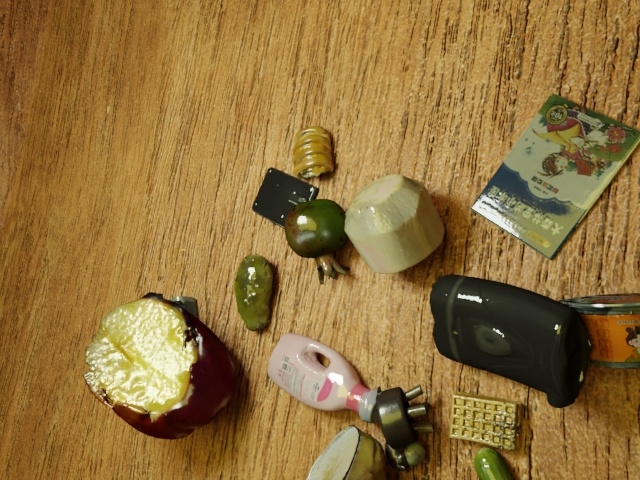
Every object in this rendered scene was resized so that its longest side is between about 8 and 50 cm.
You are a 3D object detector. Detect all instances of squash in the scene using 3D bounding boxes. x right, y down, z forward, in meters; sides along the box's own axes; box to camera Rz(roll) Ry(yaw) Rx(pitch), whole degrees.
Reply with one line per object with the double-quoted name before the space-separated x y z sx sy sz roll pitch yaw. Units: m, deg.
"squash" 0.385 0.532 1.145 0.066 0.066 0.229 -40 60 21

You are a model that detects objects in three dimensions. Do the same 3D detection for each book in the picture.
"book" 0.513 -0.147 1.253 0.228 0.018 0.323 40 102 36

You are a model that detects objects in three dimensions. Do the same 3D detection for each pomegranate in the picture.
"pomegranate" 0.000 0.000 1.498 0.181 0.181 0.224 -22 81 30

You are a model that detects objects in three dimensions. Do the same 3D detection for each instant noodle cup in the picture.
"instant noodle cup" 0.561 0.168 1.054 0.208 0.177 0.126 -8 86 45

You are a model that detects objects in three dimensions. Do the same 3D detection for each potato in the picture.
"potato" 0.075 0.596 1.281 0.300 0.196 0.246 -59 9 -14
"potato" -0.193 0.151 1.641 0.117 0.090 0.226 -3 83 29

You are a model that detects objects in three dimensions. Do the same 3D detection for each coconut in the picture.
"coconut" 0.177 -0.027 1.346 0.241 0.241 0.241 -10 73 34

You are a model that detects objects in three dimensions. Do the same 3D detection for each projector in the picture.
"projector" -0.445 0.230 1.806 0.083 0.083 0.082 -24 66 29

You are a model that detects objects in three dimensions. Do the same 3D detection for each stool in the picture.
"stool" 0.192 0.422 1.274 0.121 0.125 0.217 -15 91 8

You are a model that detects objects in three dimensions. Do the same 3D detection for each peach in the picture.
"peach" -0.452 0.352 1.594 0.339 0.353 0.417 -42 93 -16

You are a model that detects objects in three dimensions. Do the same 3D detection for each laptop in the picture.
"laptop" -0.112 -0.121 1.691 0.207 0.026 0.154 28 95 37

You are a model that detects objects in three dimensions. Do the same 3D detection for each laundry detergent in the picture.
"laundry detergent" 0.015 0.357 1.442 0.335 0.087 0.159 19 88 36

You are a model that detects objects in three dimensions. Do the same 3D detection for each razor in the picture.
"razor" 0.373 0.189 1.151 0.349 0.113 0.205 15 116 53

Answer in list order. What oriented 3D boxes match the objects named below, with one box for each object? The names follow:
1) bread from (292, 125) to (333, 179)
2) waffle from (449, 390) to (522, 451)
"bread" -0.028 -0.251 1.631 0.119 0.084 0.177 -18 64 30
"waffle" 0.355 0.387 1.215 0.147 0.042 0.103 1 79 35
